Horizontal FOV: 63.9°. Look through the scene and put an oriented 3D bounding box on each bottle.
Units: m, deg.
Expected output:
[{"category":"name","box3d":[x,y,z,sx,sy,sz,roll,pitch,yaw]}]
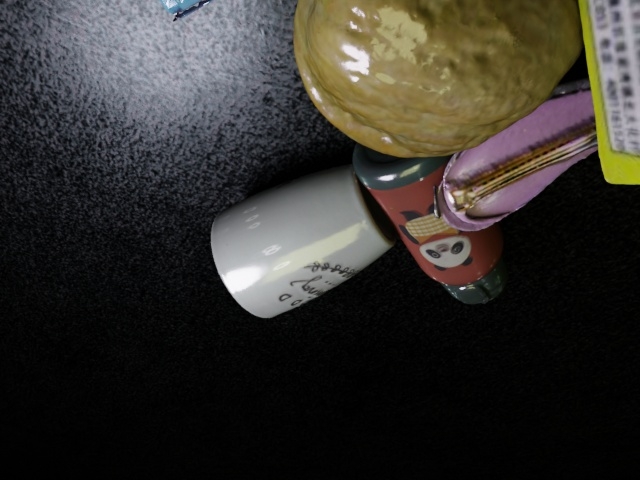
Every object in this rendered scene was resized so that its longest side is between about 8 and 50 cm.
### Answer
[{"category":"bottle","box3d":[0.184,-0.033,0.748,0.144,0.144,0.336,-19,132,26]}]

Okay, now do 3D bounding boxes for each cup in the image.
[{"category":"cup","box3d":[0.000,0.000,0.809,0.234,0.186,0.258,-24,158,20]}]

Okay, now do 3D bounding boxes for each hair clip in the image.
[{"category":"hair clip","box3d":[0.294,-0.123,0.607,0.359,0.095,0.110,-21,150,5]}]

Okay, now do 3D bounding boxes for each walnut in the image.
[{"category":"walnut","box3d":[0.110,-0.207,0.511,0.283,0.227,0.282,-1,125,-1]}]

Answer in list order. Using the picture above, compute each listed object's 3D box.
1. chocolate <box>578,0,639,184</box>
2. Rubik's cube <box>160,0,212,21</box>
[{"category":"chocolate","box3d":[0.369,-0.217,0.402,0.289,0.137,0.300,-25,113,-3]},{"category":"Rubik's cube","box3d":[-0.064,-0.355,0.388,0.231,0.221,0.224,-16,131,23]}]
